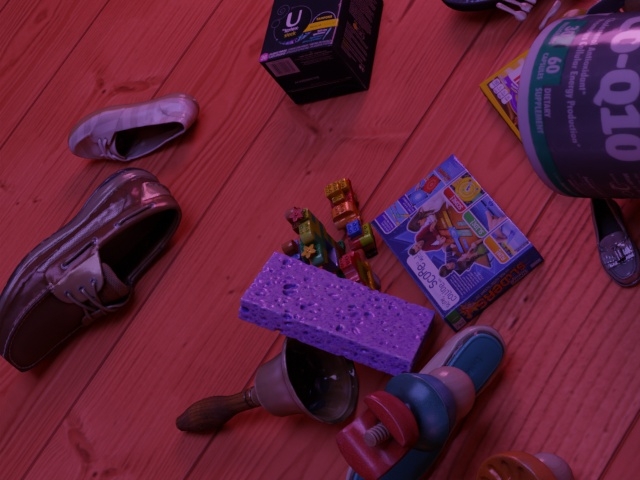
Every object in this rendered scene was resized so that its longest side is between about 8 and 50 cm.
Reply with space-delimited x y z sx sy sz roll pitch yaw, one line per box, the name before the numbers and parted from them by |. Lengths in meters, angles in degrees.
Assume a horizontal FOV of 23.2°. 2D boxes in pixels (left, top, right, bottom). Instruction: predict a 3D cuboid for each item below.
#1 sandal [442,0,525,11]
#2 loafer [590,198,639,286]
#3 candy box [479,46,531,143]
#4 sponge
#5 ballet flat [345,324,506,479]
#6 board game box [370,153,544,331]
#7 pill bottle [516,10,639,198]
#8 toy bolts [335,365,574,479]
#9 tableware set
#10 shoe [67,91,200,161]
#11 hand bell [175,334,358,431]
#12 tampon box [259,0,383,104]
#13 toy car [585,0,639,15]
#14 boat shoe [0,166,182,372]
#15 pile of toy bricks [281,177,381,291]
sandal | 0.270 -0.346 2.043 0.254 0.054 0.097 -8 61 20
loafer | 0.325 -0.004 1.744 0.045 0.039 0.125 -26 46 17
candy box | 0.281 -0.158 1.903 0.105 0.027 0.206 -34 45 5
sponge | 0.021 0.085 1.798 0.210 0.031 0.117 20 33 11
ballet flat | 0.111 0.192 1.737 0.248 0.086 0.086 -47 44 -5
board game box | 0.159 0.000 1.865 0.136 0.035 0.201 -39 44 5
pill bottle | 0.403 -0.143 1.614 0.361 0.204 0.204 1 59 43
toy bolts | 0.134 0.245 1.632 0.228 0.158 0.218 54 137 13
tableware set | 0.307 -0.302 1.966 0.154 0.024 0.104 29 82 28
shoe | -0.278 -0.158 2.274 0.219 0.076 0.058 -16 45 23
hand bell | -0.086 0.191 1.871 0.242 0.126 0.126 -24 46 36
tampon box | 0.003 -0.288 2.148 0.120 0.101 0.161 -10 53 29
toy car | 0.387 -0.320 1.872 0.149 0.155 0.188 35 95 46
boat shoe | -0.314 0.043 2.119 0.120 0.122 0.324 32 81 42
pile of toy bricks | 0.000 0.000 1.930 0.118 0.105 0.212 -27 46 17
